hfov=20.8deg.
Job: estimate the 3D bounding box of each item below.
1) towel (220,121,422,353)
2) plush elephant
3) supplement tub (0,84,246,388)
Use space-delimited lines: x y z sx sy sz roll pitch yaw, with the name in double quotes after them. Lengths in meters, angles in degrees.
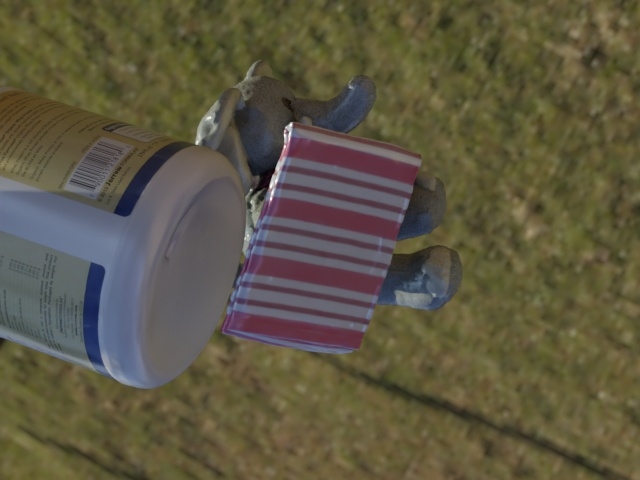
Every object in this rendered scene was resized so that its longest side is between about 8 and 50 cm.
0.000 0.000 1.520 0.144 0.197 0.029 12 -169 -36 "towel"
-0.020 -0.076 1.897 0.330 0.272 0.255 -7 114 10 "plush elephant"
-0.252 -0.014 1.619 0.316 0.228 0.228 18 149 19 "supplement tub"
